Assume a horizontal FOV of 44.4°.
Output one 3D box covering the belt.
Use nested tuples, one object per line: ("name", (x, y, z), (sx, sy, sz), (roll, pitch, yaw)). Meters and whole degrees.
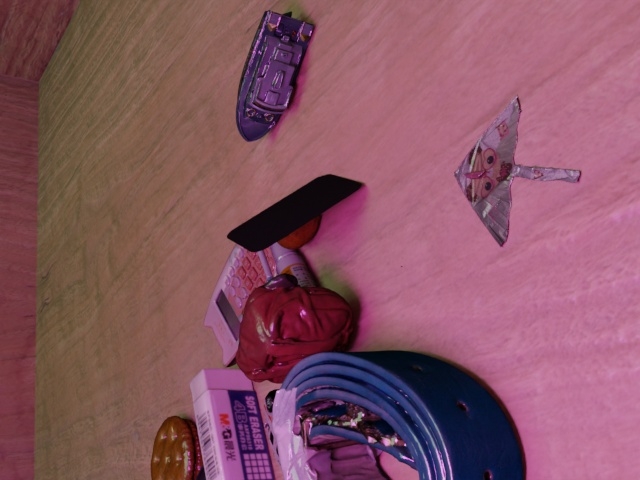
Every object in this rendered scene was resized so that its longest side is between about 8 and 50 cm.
("belt", (0.095, 0.325, 1.206), (0.437, 0.173, 0.300), (5, 91, 57))

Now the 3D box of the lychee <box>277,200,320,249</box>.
("lychee", (-0.066, -0.028, 1.585), (0.140, 0.101, 0.114), (-42, 14, 24))

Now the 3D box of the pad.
("pad", (-0.005, -0.017, 1.421), (0.323, 0.250, 0.055), (40, 155, 43))

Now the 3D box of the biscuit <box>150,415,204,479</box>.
("biscuit", (-0.356, 0.548, 1.953), (0.220, 0.066, 0.220), (-19, 66, 51))

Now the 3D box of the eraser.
("eraser", (-0.190, 0.412, 1.670), (0.081, 0.124, 0.279), (-49, 46, 40))

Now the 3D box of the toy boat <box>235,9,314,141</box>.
("toy boat", (-0.112, -0.349, 1.707), (0.296, 0.114, 0.122), (-69, 27, 19))

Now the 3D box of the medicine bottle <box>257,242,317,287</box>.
("medicine bottle", (-0.072, 0.060, 1.588), (0.220, 0.092, 0.061), (62, 144, 42))

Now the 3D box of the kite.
("kite", (0.281, -0.103, 1.156), (0.250, 0.012, 0.229), (8, 91, 56))

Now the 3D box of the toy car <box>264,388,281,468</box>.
("toy car", (-0.046, 0.379, 1.491), (0.209, 0.089, 0.108), (50, 130, 45))

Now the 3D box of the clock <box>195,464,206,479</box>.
("clock", (-0.221, 0.608, 1.752), (0.226, 0.049, 0.226), (-17, 70, 53))

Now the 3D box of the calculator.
("calculator", (-0.166, 0.111, 1.769), (0.329, 0.048, 0.220), (-64, 36, 23))

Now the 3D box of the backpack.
("backpack", (-0.039, 0.167, 1.408), (0.139, 0.229, 0.229), (56, 129, 43))
